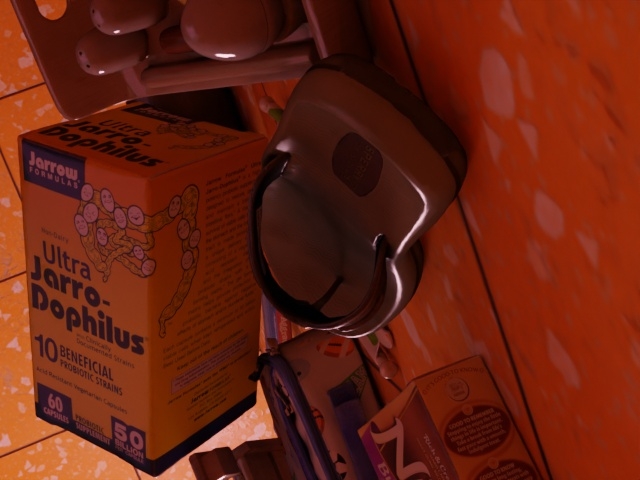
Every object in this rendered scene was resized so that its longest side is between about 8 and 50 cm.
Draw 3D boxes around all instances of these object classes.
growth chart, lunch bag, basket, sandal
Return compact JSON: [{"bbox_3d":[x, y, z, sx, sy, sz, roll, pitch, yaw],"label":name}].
[{"bbox_3d":[0.009,-0.005,0.844,0.172,0.021,0.237,-133,22,-66],"label":"growth chart"},{"bbox_3d":[0.022,0.238,1.070,0.243,0.115,0.303,159,88,-79],"label":"lunch bag"},{"bbox_3d":[-0.161,-0.108,1.244,0.204,0.154,0.227,-150,43,-72],"label":"basket"},{"bbox_3d":[-0.001,-0.001,0.546,0.120,0.086,0.303,32,162,8],"label":"sandal"}]

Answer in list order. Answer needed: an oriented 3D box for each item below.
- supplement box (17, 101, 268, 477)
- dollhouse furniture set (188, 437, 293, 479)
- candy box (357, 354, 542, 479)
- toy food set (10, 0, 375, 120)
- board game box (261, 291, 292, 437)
[{"bbox_3d":[-0.198,0.047,1.096,0.194,0.195,0.356,17,117,29],"label":"supplement box"},{"bbox_3d":[-0.048,0.425,1.220,0.355,0.174,0.303,16,-136,-60],"label":"dollhouse furniture set"},{"bbox_3d":[0.095,0.173,0.563,0.187,0.053,0.109,64,155,18],"label":"candy box"},{"bbox_3d":[-0.113,-0.181,0.572,0.306,0.092,0.220,4,120,46],"label":"toy food set"},{"bbox_3d":[-0.067,0.220,1.637,0.145,0.027,0.281,-134,38,-72],"label":"board game box"}]
